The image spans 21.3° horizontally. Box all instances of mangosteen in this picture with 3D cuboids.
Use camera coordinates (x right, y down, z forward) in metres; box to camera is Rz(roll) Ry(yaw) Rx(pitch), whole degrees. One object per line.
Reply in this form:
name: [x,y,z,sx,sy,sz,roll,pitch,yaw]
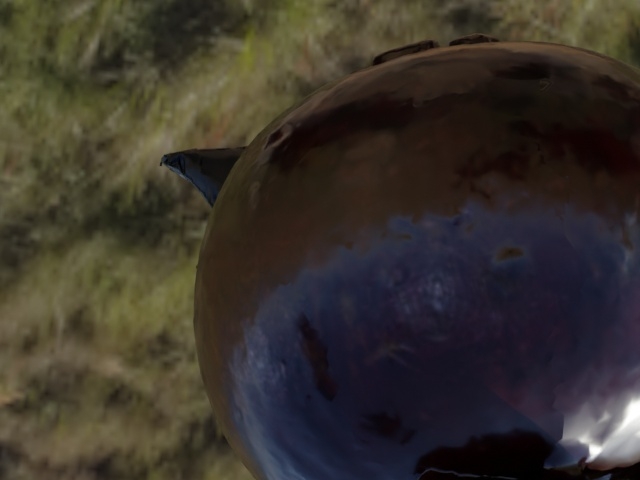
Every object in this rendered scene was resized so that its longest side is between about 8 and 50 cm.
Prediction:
mangosteen: [0.061,0.055,0.626,0.215,0.258,0.215,-7,169,-1]

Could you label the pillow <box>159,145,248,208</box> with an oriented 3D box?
pillow: [0.000,0.001,0.806,0.090,0.150,0.048,10,120,-50]
